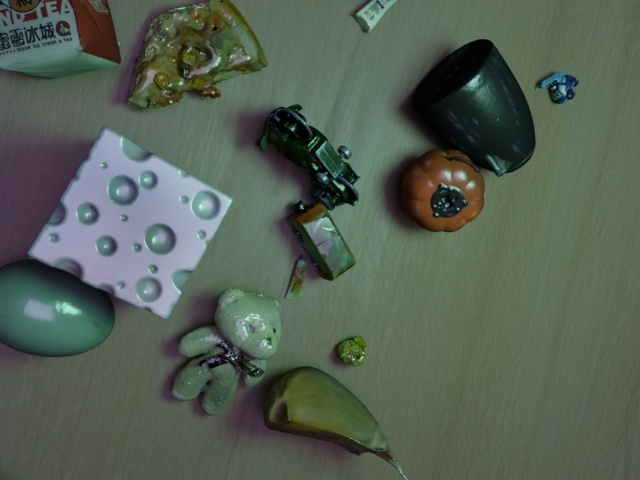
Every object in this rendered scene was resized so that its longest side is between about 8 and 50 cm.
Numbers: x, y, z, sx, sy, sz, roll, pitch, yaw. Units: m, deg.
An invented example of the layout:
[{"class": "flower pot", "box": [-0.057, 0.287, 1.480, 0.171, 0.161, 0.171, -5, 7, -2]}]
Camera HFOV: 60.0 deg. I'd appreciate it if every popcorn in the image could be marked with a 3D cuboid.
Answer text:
[{"class": "popcorn", "box": [0.076, 0.250, 1.262, 0.083, 0.068, 0.059, -33, 150, -37]}]

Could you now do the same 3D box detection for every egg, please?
[{"class": "egg", "box": [-0.487, 0.123, 0.996, 0.231, 0.168, 0.167, 23, 87, -25]}]

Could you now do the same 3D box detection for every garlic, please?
[{"class": "garlic", "box": [0.023, 0.400, 1.187, 0.339, 0.196, 0.151, 35, 98, -21]}]

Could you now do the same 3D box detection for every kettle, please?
[{"class": "kettle", "box": [0.386, -0.297, 1.267, 0.290, 0.207, 0.268, 41, 53, -23]}]

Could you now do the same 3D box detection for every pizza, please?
[{"class": "pizza", "box": [-0.261, -0.362, 1.089, 0.297, 0.071, 0.189, -28, 103, -15]}]

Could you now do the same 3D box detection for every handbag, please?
[{"class": "handbag", "box": [-0.470, -0.441, 0.949, 0.171, 0.151, 0.297, -8, 97, 8]}]

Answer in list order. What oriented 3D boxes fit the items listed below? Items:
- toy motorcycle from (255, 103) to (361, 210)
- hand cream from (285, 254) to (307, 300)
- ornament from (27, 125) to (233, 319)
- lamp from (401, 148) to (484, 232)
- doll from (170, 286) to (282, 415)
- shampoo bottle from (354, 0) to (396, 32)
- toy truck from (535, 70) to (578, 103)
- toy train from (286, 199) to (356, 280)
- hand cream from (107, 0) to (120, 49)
[{"class": "toy motorcycle", "box": [-0.024, -0.175, 1.147, 0.124, 0.187, 0.274, -49, 126, -11]}, {"class": "hand cream", "box": [-0.048, 0.083, 1.225, 0.035, 0.022, 0.102, 13, 94, -24]}, {"class": "ornament", "box": [-0.335, -0.031, 1.000, 0.240, 0.239, 0.239, 30, 83, -19]}, {"class": "lamp", "box": [0.272, -0.115, 1.247, 0.188, 0.164, 0.187, 0, 114, -1]}, {"class": "doll", "box": [-0.183, 0.239, 1.137, 0.175, 0.149, 0.278, 26, 100, -51]}, {"class": "shampoo bottle", "box": [0.137, -0.527, 1.234, 0.049, 0.034, 0.141, 45, 79, -10]}, {"class": "toy truck", "box": [0.593, -0.388, 1.396, 0.090, 0.056, 0.073, 17, 84, -6]}, {"class": "toy train", "box": [0.000, 0.000, 1.193, 0.072, 0.099, 0.188, -34, 105, -13]}, {"class": "hand cream", "box": [-0.434, -0.450, 1.035, 0.087, 0.054, 0.186, -7, 104, -13]}]
